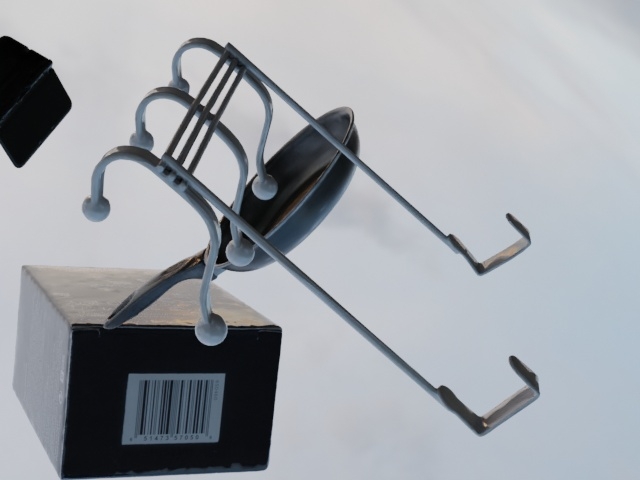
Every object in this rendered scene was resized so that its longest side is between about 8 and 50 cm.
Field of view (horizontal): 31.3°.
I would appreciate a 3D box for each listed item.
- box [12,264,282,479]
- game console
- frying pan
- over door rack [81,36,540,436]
[{"bbox_3d":[-0.267,0.177,1.669,0.293,0.212,0.395,2,-171,-25],"label":"box"},{"bbox_3d":[-0.378,-0.170,1.394,0.107,0.071,0.122,30,-122,2],"label":"game console"},{"bbox_3d":[-0.076,0.004,1.064,0.053,0.326,0.197,42,-177,-17],"label":"frying pan"},{"bbox_3d":[0.000,0.000,0.836,0.324,0.108,0.239,31,-151,-9],"label":"over door rack"}]
